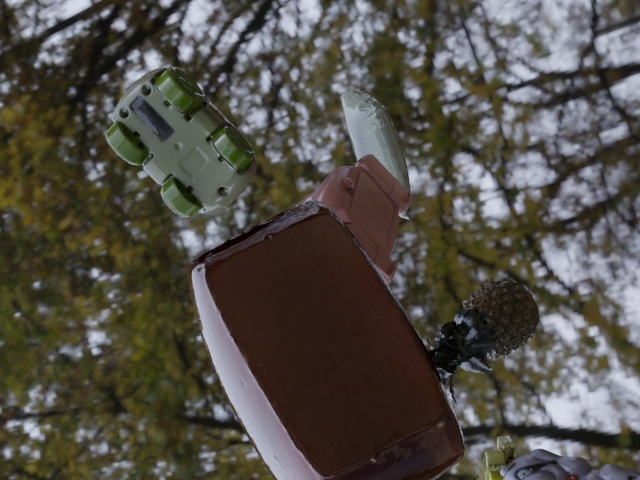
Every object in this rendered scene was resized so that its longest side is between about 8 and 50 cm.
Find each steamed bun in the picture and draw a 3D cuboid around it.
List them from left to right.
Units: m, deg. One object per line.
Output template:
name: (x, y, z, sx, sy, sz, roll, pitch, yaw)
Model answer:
steamed bun: (0.001, 0.156, 1.492, 0.235, 0.248, 0.379, -26, -115, -14)

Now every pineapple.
pineapple: (0.213, 0.143, 1.772, 0.251, 0.125, 0.125, -33, -77, -43)

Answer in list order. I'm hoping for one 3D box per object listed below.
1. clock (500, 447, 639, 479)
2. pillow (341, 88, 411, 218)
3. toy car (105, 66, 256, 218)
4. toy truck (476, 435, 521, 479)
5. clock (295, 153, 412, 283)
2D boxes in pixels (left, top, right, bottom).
clock: (0.415, 0.431, 2.044, 0.189, 0.254, 0.189, -51, -26, -38)
pillow: (0.109, -0.171, 2.416, 0.078, 0.144, 0.254, -30, -61, -22)
toy car: (-0.192, -0.158, 1.858, 0.235, 0.145, 0.235, 43, -163, -16)
toy truck: (0.361, 0.466, 2.346, 0.272, 0.124, 0.157, -17, -79, -86)
clock: (0.000, 0.000, 1.899, 0.142, 0.241, 0.227, 43, -142, -23)
